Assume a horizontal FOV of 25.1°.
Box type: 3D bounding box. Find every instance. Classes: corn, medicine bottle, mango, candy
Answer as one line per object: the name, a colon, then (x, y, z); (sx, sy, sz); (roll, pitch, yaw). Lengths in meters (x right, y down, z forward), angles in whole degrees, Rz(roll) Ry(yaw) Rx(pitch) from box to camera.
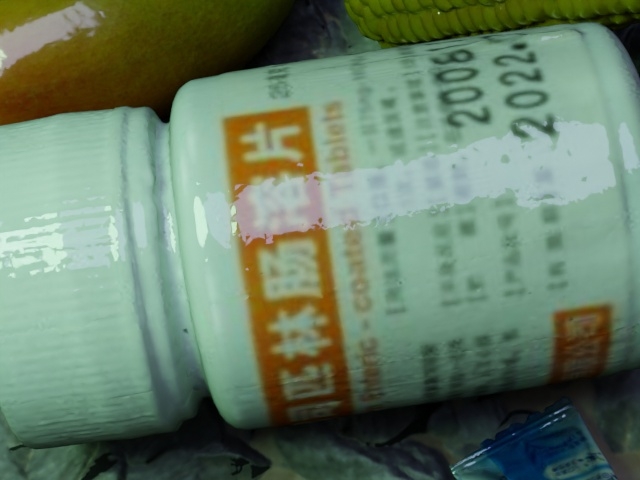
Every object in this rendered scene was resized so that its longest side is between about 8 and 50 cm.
corn: (0.146, -0.183, 0.889); (0.363, 0.120, 0.120); (-4, 53, 49)
medicine bottle: (0.000, 0.000, 0.839); (0.371, 0.211, 0.211); (-9, 63, 0)
mango: (-0.124, -0.151, 0.970); (0.289, 0.129, 0.146); (-25, 54, -12)
candy: (0.136, 0.155, 0.839); (0.088, 0.038, 0.136); (-27, 44, -2)
